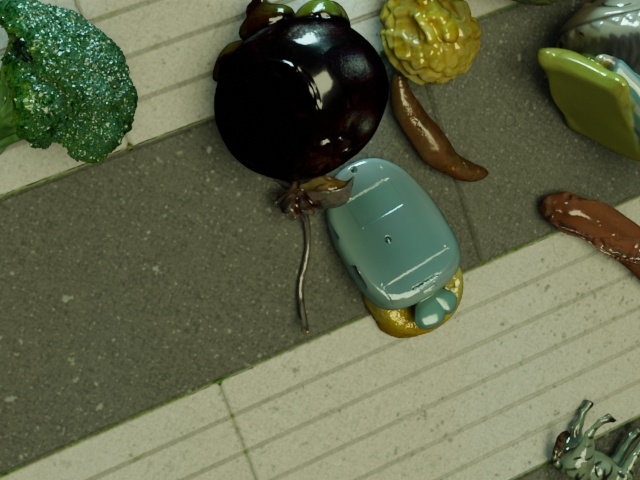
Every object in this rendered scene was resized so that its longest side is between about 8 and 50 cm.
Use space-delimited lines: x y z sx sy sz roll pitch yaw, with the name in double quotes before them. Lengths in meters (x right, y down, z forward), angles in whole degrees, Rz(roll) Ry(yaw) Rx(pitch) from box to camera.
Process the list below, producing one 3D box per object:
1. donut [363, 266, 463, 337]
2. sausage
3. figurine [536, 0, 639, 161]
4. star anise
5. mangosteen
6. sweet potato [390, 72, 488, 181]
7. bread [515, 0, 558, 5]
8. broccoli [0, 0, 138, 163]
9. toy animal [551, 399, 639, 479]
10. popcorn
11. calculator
"donut" 0.164 0.081 1.907 0.178 0.065 0.162 -41 106 -10
"sausage" 0.526 0.000 2.014 0.327 0.079 0.087 32 113 -20
"figurine" 0.595 -0.315 1.850 0.361 0.266 0.377 37 84 20
"star anise" 0.000 0.000 1.830 0.218 0.148 0.227 -60 145 -37
"mangosteen" -0.044 -0.232 1.704 0.233 0.288 0.287 -39 113 -51
"sweet potato" 0.185 -0.167 1.885 0.255 0.058 0.078 44 62 -23
"bread" 0.254 -0.482 1.795 0.338 0.187 0.155 16 87 -22
"broccoli" -0.388 -0.201 1.619 0.269 0.269 0.254 -2 56 -19
"toy animal" 0.533 0.407 2.072 0.170 0.090 0.255 -43 106 -5
"popcorn" 0.176 -0.335 1.809 0.170 0.180 0.180 -40 108 2
"calculator" 0.124 0.004 1.850 0.186 0.041 0.298 -29 85 -13
